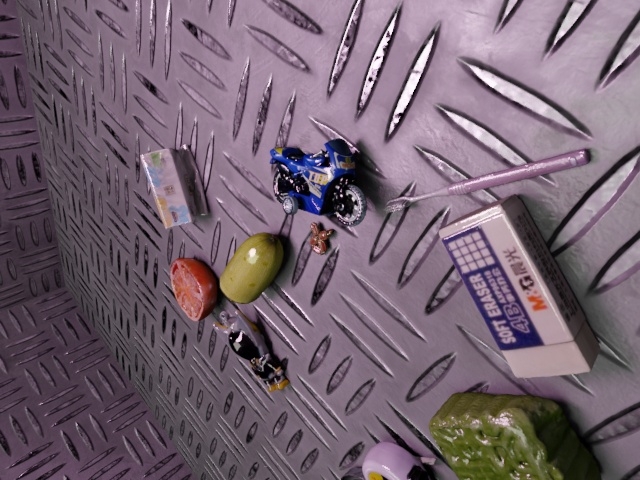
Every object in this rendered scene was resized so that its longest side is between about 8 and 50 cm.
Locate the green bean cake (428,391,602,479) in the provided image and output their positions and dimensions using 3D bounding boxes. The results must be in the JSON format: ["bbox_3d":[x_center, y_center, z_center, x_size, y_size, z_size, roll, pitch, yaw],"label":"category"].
[{"bbox_3d":[0.351,0.391,0.758,0.222,0.125,0.248,58,138,7],"label":"green bean cake"}]

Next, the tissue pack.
[{"bbox_3d":[-0.444,-0.172,1.282,0.159,0.145,0.229,-142,37,-72],"label":"tissue pack"}]

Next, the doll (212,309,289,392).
[{"bbox_3d":[-0.220,0.354,1.330,0.316,0.103,0.145,56,154,-4],"label":"doll"}]

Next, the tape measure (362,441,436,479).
[{"bbox_3d":[0.201,0.594,1.035,0.196,0.105,0.178,7,122,45],"label":"tape measure"}]

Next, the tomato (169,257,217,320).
[{"bbox_3d":[-0.438,0.165,1.461,0.237,0.095,0.236,22,121,41],"label":"tomato"}]

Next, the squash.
[{"bbox_3d":[-0.181,0.066,1.124,0.132,0.132,0.247,52,138,13],"label":"squash"}]

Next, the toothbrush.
[{"bbox_3d":[0.247,-0.089,0.690,0.354,0.029,0.024,-12,115,47],"label":"toothbrush"}]

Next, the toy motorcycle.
[{"bbox_3d":[-0.013,-0.136,0.874,0.315,0.113,0.169,22,114,46],"label":"toy motorcycle"}]

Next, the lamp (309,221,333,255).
[{"bbox_3d":[0.000,0.000,0.986,0.063,0.031,0.083,33,134,32],"label":"lamp"}]

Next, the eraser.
[{"bbox_3d":[0.316,0.077,0.665,0.124,0.081,0.279,-30,88,48],"label":"eraser"}]

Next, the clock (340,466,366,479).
[{"bbox_3d":[0.155,0.773,1.208,0.226,0.049,0.226,21,123,36],"label":"clock"}]
